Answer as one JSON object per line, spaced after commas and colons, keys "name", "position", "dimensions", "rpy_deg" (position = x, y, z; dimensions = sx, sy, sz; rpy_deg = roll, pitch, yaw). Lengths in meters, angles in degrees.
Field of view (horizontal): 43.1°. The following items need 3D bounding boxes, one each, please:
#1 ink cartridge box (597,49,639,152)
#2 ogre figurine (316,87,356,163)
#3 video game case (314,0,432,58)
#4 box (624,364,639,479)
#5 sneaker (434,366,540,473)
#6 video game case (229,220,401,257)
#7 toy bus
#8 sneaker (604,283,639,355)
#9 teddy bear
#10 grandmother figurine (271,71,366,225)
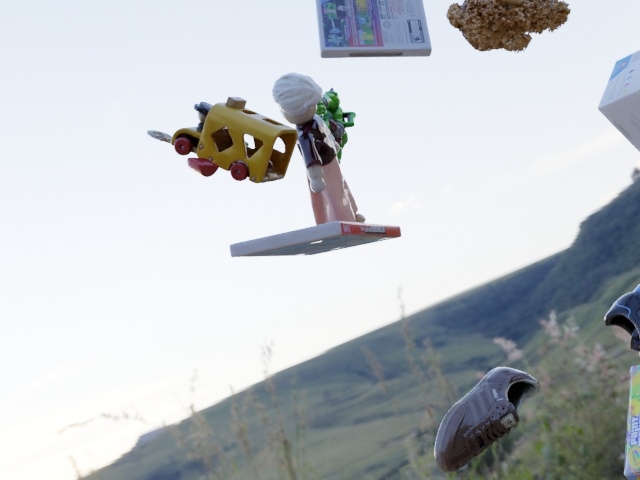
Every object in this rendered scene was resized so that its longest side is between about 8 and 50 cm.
{"name": "ink cartridge box", "position": [0.770, -0.332, 1.771], "dimensions": [0.233, 0.168, 0.171], "rpy_deg": [-23, 31, 56]}
{"name": "ogre figurine", "position": [0.022, -0.237, 1.742], "dimensions": [0.097, 0.197, 0.118], "rpy_deg": [-13, 35, 34]}
{"name": "video game case", "position": [0.083, -0.387, 1.362], "dimensions": [0.183, 0.201, 0.023], "rpy_deg": [-2, -30, -5]}
{"name": "box", "position": [0.790, 0.440, 1.699], "dimensions": [0.177, 0.279, 0.290], "rpy_deg": [-25, 27, 39]}
{"name": "sneaker", "position": [0.227, 0.240, 1.098], "dimensions": [0.071, 0.066, 0.188], "rpy_deg": [0, 37, 50]}
{"name": "video game case", "position": [0.000, 0.000, 1.414], "dimensions": [0.204, 0.025, 0.285], "rpy_deg": [-12, -5, 25]}
{"name": "toy bus", "position": [-0.135, -0.161, 1.212], "dimensions": [0.202, 0.191, 0.104], "rpy_deg": [11, -72, -28]}
{"name": "sneaker", "position": [0.552, 0.167, 1.268], "dimensions": [0.090, 0.232, 0.081], "rpy_deg": [-36, -44, -6]}
{"name": "teddy bear", "position": [0.362, -0.476, 1.524], "dimensions": [0.338, 0.245, 0.113], "rpy_deg": [-29, -8, -42]}
{"name": "grandmother figurine", "position": [-0.004, -0.154, 1.532], "dimensions": [0.104, 0.342, 0.208], "rpy_deg": [-19, 26, 6]}
